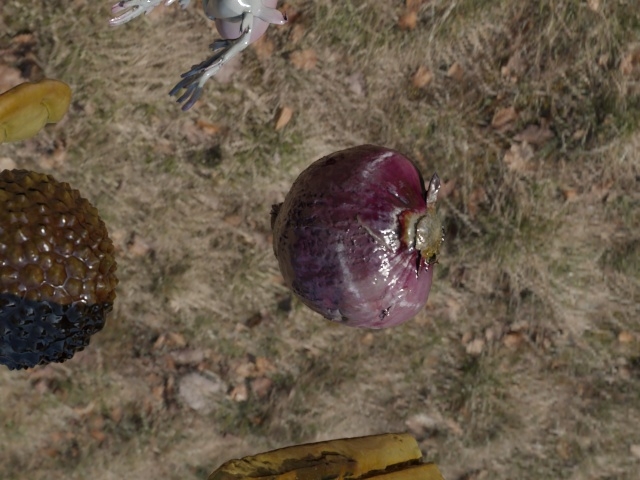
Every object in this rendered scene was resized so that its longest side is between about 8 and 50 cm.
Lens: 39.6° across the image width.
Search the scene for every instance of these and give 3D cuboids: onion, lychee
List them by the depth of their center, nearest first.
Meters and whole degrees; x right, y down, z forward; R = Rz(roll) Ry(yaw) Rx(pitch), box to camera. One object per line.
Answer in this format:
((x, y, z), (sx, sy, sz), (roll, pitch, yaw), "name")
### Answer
((-0.387, 0.046, 1.149), (0.267, 0.267, 0.267), (10, 131, 12), "lychee")
((0.000, 0.000, 1.304), (0.348, 0.159, 0.267), (0, 98, 44), "onion")

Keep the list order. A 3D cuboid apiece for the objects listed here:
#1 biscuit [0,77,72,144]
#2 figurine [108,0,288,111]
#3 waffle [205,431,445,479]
((-0.506, -0.186, 1.435), (0.045, 0.299, 0.154), (41, 139, 3), "biscuit")
((-0.183, -0.393, 1.584), (0.284, 0.316, 0.206), (-33, 100, 10), "figurine")
((-0.030, 0.300, 0.890), (0.098, 0.327, 0.224), (49, 115, 34), "waffle")
